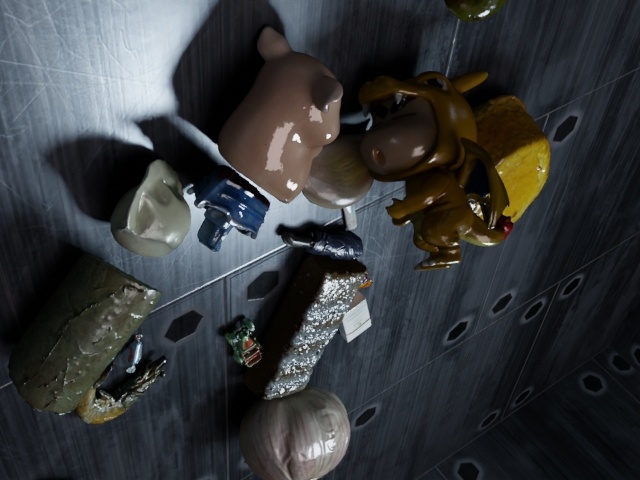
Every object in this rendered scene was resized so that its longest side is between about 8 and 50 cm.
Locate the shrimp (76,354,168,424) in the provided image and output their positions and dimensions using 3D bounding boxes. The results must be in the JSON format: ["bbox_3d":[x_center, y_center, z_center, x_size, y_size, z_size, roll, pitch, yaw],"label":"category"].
[{"bbox_3d":[-0.425,0.307,1.908,0.217,0.051,0.150,-40,142,-8],"label":"shrimp"}]

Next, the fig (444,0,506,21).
[{"bbox_3d":[0.295,-0.499,1.710,0.126,0.185,0.133,20,126,-15],"label":"fig"}]

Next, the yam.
[{"bbox_3d":[-0.420,0.153,1.601,0.304,0.168,0.168,-52,149,12],"label":"yam"}]

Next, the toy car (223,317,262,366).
[{"bbox_3d":[-0.176,0.242,2.108,0.073,0.054,0.143,-34,150,-16],"label":"toy car"}]

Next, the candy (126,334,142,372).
[{"bbox_3d":[-0.387,0.235,1.864,0.030,0.020,0.083,-1,105,-60],"label":"candy"}]

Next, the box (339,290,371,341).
[{"bbox_3d":[0.087,0.204,2.385,0.084,0.040,0.154,-38,150,-14],"label":"box"}]

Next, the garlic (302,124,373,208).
[{"bbox_3d":[0.011,-0.132,1.827,0.266,0.148,0.128,-18,178,-45],"label":"garlic"}]

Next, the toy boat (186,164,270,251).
[{"bbox_3d":[-0.175,-0.049,1.646,0.142,0.129,0.309,-56,168,-2],"label":"toy boat"}]

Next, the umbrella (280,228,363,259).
[{"bbox_3d":[0.000,0.008,2.021,0.248,0.071,0.071,3,127,-46],"label":"umbrella"}]

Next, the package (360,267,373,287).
[{"bbox_3d":[0.101,0.108,2.286,0.077,0.033,0.110,-40,156,-24],"label":"package"}]

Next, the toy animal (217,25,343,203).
[{"bbox_3d":[-0.057,-0.197,1.565,0.256,0.195,0.213,-54,156,13],"label":"toy animal"}]

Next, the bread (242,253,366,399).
[{"bbox_3d":[-0.038,0.208,2.173,0.165,0.113,0.416,-9,135,-47],"label":"bread"}]

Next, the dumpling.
[{"bbox_3d":[-0.286,-0.053,1.565,0.216,0.126,0.166,35,74,-51],"label":"dumpling"}]

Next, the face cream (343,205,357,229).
[{"bbox_3d":[0.067,-0.065,2.041,0.038,0.020,0.115,-33,147,-15],"label":"face cream"}]

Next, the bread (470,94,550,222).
[{"bbox_3d":[0.389,-0.156,2.132,0.337,0.204,0.358,-30,150,-12],"label":"bread"}]

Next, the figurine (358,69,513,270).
[{"bbox_3d":[0.238,-0.139,1.808,0.268,0.387,0.401,-13,175,17],"label":"figurine"}]

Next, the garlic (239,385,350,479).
[{"bbox_3d":[-0.073,0.513,2.345,0.317,0.259,0.317,-20,179,0],"label":"garlic"}]
